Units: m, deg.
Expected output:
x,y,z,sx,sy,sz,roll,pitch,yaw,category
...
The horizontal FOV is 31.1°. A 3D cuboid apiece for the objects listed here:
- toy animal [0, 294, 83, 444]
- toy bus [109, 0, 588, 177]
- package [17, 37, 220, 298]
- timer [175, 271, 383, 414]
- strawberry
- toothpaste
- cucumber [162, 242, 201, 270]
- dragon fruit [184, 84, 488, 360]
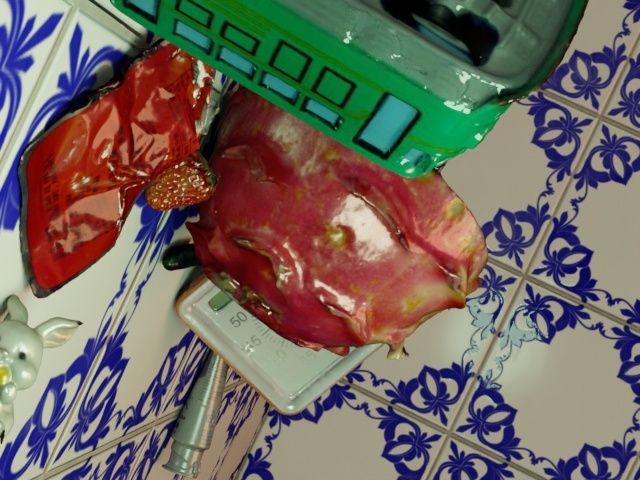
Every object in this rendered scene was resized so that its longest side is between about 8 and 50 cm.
x,y,z,sx,sy,sz,roll,pitch,yaw,category
-0.267,0.110,0.972,0.124,0.071,0.085,-64,172,-3,toy animal
0.007,-0.196,0.879,0.183,0.343,0.199,-60,-178,-31,toy bus
-0.170,-0.083,1.038,0.269,0.071,0.194,-54,153,-39,package
-0.044,0.075,1.653,0.257,0.250,0.161,-40,-144,10,timer
-0.155,-0.067,1.247,0.083,0.073,0.073,-29,174,4,strawberry
-0.201,0.270,2.045,0.114,0.073,0.299,62,46,-80,toothpaste
-0.177,0.022,1.478,0.032,0.032,0.133,-65,172,8,cucumber
0.000,0.000,1.361,0.249,0.386,0.371,-52,-168,-13,dragon fruit
